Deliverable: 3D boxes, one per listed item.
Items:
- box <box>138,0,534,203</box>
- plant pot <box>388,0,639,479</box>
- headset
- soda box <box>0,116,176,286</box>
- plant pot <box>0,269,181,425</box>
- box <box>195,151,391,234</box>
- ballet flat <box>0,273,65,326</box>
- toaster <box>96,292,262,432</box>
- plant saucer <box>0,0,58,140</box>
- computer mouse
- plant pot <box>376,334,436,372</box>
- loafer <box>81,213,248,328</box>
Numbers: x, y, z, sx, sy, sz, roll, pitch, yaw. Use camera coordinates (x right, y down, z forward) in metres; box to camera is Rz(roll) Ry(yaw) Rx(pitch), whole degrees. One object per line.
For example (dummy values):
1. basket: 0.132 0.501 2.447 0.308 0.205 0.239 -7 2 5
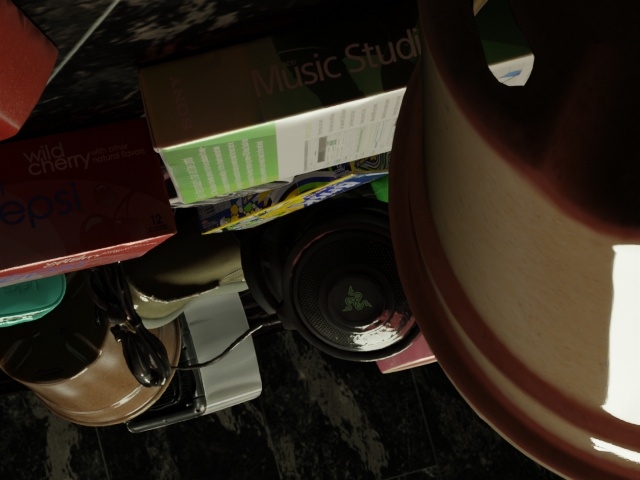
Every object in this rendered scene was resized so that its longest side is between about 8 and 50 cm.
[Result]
1. box: 0.050 -0.103 1.173 0.322 0.058 0.232 -16 174 -3
2. plant pot: 0.171 -0.067 0.766 0.333 0.334 0.305 -16 163 7
3. headset: 0.000 0.000 1.576 0.394 0.185 0.243 -30 -162 -11
4. soda box: -0.233 -0.010 1.179 0.263 0.083 0.092 -13 174 -23
5. plant pot: -0.236 0.087 1.746 0.167 0.167 0.165 -16 166 9
6. box: -0.023 -0.054 1.422 0.169 0.054 0.059 -20 173 41
7. ballet flat: -0.330 0.048 1.502 0.247 0.083 0.087 -7 -176 -40
8. toaster: -0.170 0.132 2.216 0.110 0.168 0.185 -13 175 -42
9. plant saucer: -0.264 -0.059 0.852 0.259 0.048 0.258 -14 174 2
10. computer mouse: -0.096 -0.048 1.378 0.193 0.042 0.106 -13 172 43
11. plant pot: 0.106 0.045 2.023 0.201 0.180 0.201 -14 174 -2
12. loafer: -0.121 0.009 1.673 0.087 0.094 0.251 -47 167 30
